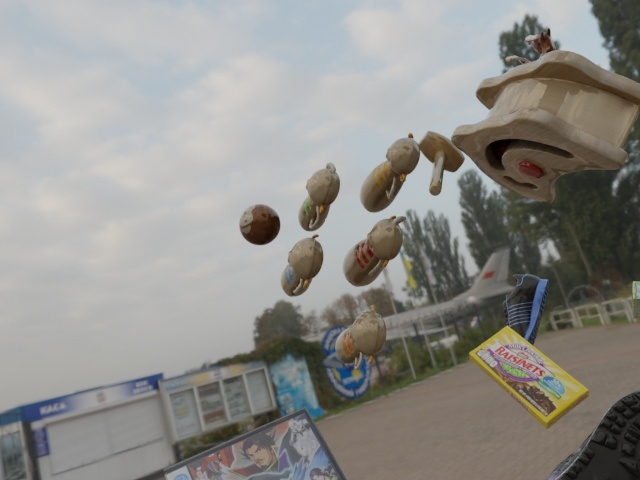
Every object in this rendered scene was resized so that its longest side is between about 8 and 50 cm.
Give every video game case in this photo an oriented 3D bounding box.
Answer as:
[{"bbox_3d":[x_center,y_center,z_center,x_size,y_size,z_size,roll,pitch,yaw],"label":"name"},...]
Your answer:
[{"bbox_3d":[-0.093,0.432,0.954,0.274,0.248,0.035,-19,-47,-19],"label":"video game case"}]

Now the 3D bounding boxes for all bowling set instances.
[{"bbox_3d":[0.000,0.000,0.696,0.199,0.287,0.154,12,-21,-8],"label":"bowling set"}]

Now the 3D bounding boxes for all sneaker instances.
[{"bbox_3d":[0.390,0.305,0.796,0.283,0.107,0.124,-35,-20,-11],"label":"sneaker"},{"bbox_3d":[0.494,0.193,1.433,0.090,0.232,0.081,13,-19,33],"label":"sneaker"}]

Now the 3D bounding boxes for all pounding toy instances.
[{"bbox_3d":[0.221,-0.083,0.640,0.154,0.155,0.269,30,-6,-15],"label":"pounding toy"}]

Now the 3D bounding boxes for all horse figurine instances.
[{"bbox_3d":[0.378,-0.235,1.039,0.066,0.263,0.174,-10,15,-13],"label":"horse figurine"}]

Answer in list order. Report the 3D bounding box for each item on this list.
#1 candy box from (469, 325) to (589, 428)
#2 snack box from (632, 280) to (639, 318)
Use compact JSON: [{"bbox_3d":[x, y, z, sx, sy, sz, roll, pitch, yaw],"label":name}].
[{"bbox_3d":[0.393,0.254,1.103,0.105,0.206,0.027,-30,-51,-14],"label":"candy box"},{"bbox_3d":[0.609,0.109,1.022,0.100,0.037,0.141,0,-20,29],"label":"snack box"}]
